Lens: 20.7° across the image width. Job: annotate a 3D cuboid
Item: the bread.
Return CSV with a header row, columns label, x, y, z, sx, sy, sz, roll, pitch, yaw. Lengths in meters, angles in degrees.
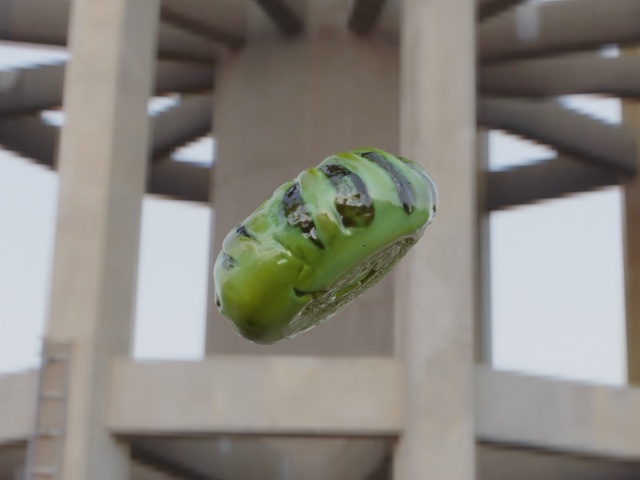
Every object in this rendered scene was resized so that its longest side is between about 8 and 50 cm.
label,x,y,z,sx,sy,sz,roll,pitch,yaw
bread,0.000,0.000,1.009,0.130,0.071,0.139,-13,-27,-52
